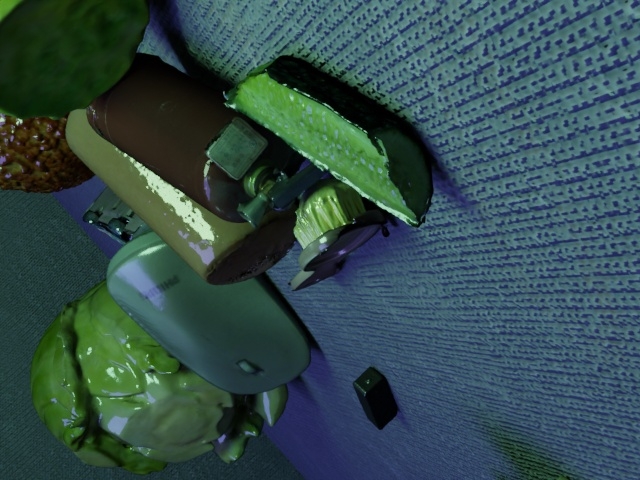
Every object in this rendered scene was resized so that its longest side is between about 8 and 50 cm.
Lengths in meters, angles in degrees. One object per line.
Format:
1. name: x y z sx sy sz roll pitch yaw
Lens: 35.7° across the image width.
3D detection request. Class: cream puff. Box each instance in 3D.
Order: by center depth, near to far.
1. cream puff: -0.418 -0.191 1.285 0.350 0.228 0.350 41 163 16

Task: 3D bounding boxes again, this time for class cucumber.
1. cucumber: -0.002 -0.091 0.706 0.220 0.046 0.070 35 159 37

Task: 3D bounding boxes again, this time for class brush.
1. brush: 0.001 -0.002 0.922 0.313 0.072 0.067 118 132 -78

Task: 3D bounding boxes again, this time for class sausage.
1. sausage: -0.138 -0.060 1.021 0.253 0.123 0.123 42 165 20

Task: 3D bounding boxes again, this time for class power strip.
1. power strip: 0.071 0.204 1.284 0.029 0.038 0.111 39 162 34

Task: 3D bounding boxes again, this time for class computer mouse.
1. computer mouse: -0.154 0.108 1.391 0.331 0.197 0.095 47 -151 -28

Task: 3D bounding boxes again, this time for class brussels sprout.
1. brussels sprout: -0.300 0.216 1.802 0.343 0.425 0.361 -64 33 30

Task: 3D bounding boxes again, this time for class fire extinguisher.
1. fire extinguisher: -0.097 -0.088 0.857 0.269 0.105 0.105 32 159 43

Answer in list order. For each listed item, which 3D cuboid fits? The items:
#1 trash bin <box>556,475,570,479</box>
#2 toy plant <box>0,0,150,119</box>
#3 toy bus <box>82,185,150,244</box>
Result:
1. trash bin: 0.244 0.268 0.911 0.092 0.061 0.043 26 155 49
2. toy plant: -0.295 -0.270 0.855 0.316 0.184 0.224 53 -175 22
3. toy bus: -0.268 -0.026 1.535 0.138 0.112 0.317 42 170 -23
